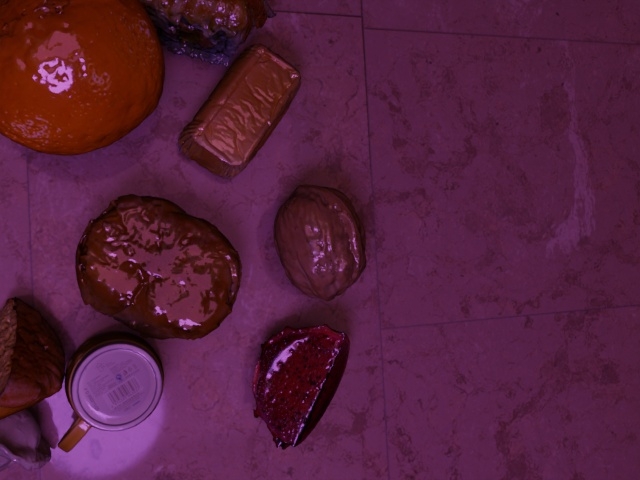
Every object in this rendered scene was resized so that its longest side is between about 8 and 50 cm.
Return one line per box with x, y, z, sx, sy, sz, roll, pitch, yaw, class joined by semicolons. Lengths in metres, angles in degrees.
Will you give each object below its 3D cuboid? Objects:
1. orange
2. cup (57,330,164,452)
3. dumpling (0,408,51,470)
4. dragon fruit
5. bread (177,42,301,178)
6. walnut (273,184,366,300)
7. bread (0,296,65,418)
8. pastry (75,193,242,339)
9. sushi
-0.436;-0.302;1.057;0.340;0.340;0.293;-44;127;-14;orange
-0.389;0.281;1.098;0.185;0.226;0.241;38;70;-11;cup
-0.595;0.342;1.058;0.252;0.179;0.131;31;80;-14;dumpling
-0.038;0.294;1.251;0.189;0.163;0.262;30;82;-43;dragon fruit
-0.159;-0.270;1.244;0.152;0.119;0.288;35;76;-11;bread
0.000;0.000;1.248;0.198;0.198;0.245;-22;96;-16;walnut
-0.530;0.226;1.076;0.129;0.260;0.134;-42;126;15;bread
-0.309;0.058;1.165;0.311;0.162;0.255;35;77;-10;pastry
-0.229;-0.449;1.186;0.274;0.184;0.139;15;75;-8;sushi
